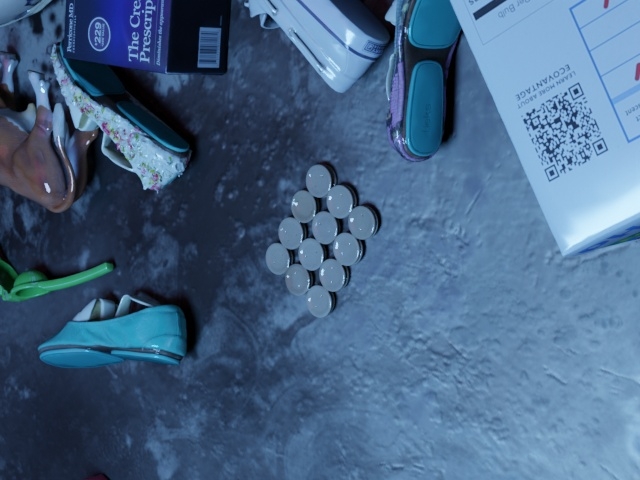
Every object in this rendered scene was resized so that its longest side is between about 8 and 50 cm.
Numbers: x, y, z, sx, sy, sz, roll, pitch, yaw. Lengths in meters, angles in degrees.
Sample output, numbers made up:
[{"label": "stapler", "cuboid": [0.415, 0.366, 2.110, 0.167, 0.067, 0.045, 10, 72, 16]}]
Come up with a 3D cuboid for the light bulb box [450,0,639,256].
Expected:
[{"label": "light bulb box", "cuboid": [0.306, -0.225, 1.028, 0.358, 0.225, 0.361, -29, 77, 37]}]

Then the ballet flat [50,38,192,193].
[{"label": "ballet flat", "cuboid": [-0.255, -0.147, 1.579, 0.241, 0.091, 0.077, 44, 117, 22]}]

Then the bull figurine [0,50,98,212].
[{"label": "bull figurine", "cuboid": [-0.411, -0.142, 1.708, 0.310, 0.101, 0.189, 21, 102, 31]}]

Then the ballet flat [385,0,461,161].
[{"label": "ballet flat", "cuboid": [0.097, -0.191, 1.312, 0.079, 0.076, 0.222, 27, 113, 55]}]

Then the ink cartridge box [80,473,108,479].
[{"label": "ink cartridge box", "cuboid": [-0.271, 0.407, 1.678, 0.175, 0.072, 0.127, 37, 116, 31]}]

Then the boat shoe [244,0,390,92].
[{"label": "boat shoe", "cuboid": [-0.038, -0.266, 1.398, 0.267, 0.096, 0.088, 46, 117, 16]}]

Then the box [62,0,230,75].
[{"label": "box", "cuboid": [-0.198, -0.331, 1.514, 0.184, 0.103, 0.261, 14, 104, 40]}]

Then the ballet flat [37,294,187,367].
[{"label": "ballet flat", "cuboid": [-0.255, 0.113, 1.638, 0.247, 0.083, 0.087, -6, 67, 40]}]

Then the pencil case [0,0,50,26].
[{"label": "pencil case", "cuboid": [-0.450, -0.468, 1.651, 0.159, 0.183, 0.411, -21, 83, 38]}]

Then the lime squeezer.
[{"label": "lime squeezer", "cuboid": [-0.394, 0.035, 1.760, 0.310, 0.059, 0.110, 23, 79, 37]}]

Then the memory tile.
[{"label": "memory tile", "cuboid": [0.000, 0.000, 1.446, 0.113, 0.012, 0.148, 44, 121, 27]}]
